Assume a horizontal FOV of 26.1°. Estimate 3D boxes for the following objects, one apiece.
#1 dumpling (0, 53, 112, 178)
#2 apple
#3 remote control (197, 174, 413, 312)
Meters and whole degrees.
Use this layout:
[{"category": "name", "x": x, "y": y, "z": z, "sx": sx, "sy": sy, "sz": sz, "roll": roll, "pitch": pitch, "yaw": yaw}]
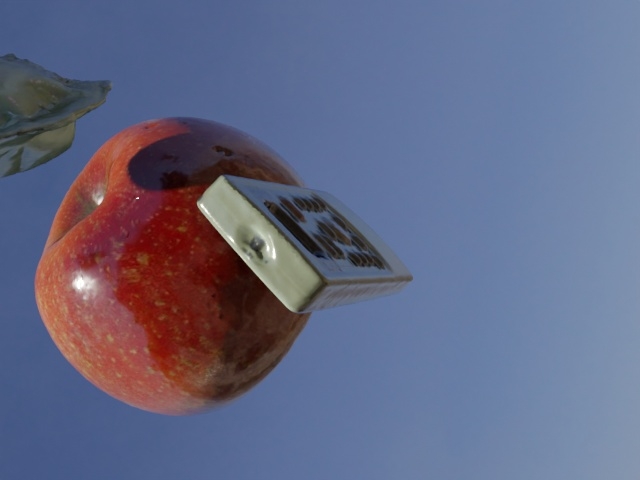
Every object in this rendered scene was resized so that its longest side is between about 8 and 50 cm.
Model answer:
[{"category": "dumpling", "x": -0.282, "y": -0.108, "z": 1.150, "sx": 0.152, "sy": 0.219, "sz": 0.108, "roll": 85, "pitch": 164, "yaw": -81}, {"category": "apple", "x": -0.162, "y": 0.025, "z": 1.587, "sx": 0.348, "sy": 0.277, "sz": 0.348, "roll": -46, "pitch": 21, "yaw": 24}, {"category": "remote control", "x": 0.000, "y": 0.000, "z": 1.132, "sx": 0.038, "sy": 0.123, "sz": 0.285, "roll": -46, "pitch": -15, "yaw": 14}]
